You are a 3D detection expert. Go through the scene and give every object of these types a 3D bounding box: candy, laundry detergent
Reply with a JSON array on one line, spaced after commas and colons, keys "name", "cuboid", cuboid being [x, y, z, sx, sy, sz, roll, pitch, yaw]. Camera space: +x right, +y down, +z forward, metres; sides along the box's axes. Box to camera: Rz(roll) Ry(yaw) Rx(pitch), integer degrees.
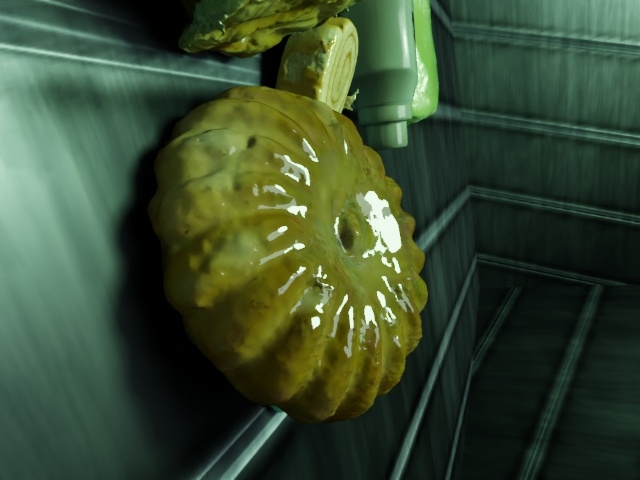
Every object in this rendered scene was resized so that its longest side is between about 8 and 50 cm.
[{"name": "candy", "cuboid": [0.137, -0.391, 1.008, 0.142, 0.132, 0.343, -13, 100, -25]}, {"name": "laundry detergent", "cuboid": [0.087, -0.343, 0.817, 0.264, 0.125, 0.397, -67, 150, -75]}]

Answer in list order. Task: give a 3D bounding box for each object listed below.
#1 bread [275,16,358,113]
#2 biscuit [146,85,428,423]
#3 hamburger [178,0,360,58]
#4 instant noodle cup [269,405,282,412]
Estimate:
[{"name": "bread", "cuboid": [0.001, -0.203, 0.643, 0.122, 0.073, 0.149, 42, 63, -73]}, {"name": "biscuit", "cuboid": [0.000, 0.000, 0.498, 0.326, 0.107, 0.325, 31, 47, -40]}, {"name": "hamburger", "cuboid": [-0.011, -0.266, 0.421, 0.134, 0.285, 0.265, 64, 25, -10]}, {"name": "instant noodle cup", "cuboid": [-0.026, 0.085, 0.590, 0.157, 0.070, 0.179, 66, 28, -45]}]
